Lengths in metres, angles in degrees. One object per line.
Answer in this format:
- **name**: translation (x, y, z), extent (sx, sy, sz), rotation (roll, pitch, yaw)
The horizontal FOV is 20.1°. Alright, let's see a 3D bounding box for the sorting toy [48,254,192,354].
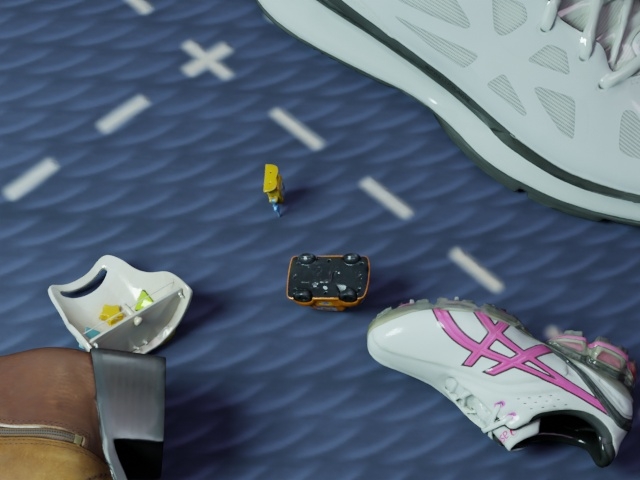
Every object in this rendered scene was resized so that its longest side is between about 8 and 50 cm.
- **sorting toy**: translation (-0.140, 0.043, 1.204), extent (0.083, 0.045, 0.075), rotation (-31, 58, -28)

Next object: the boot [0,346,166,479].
- **boot**: translation (-0.234, 0.169, 1.062), extent (0.280, 0.096, 0.264), rotation (2, 60, -6)

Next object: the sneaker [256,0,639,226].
- **sneaker**: translation (0.159, -0.187, 1.293), extent (0.447, 0.257, 0.169), rotation (28, 54, 9)

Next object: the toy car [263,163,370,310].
- **toy car**: translation (0.000, 0.000, 1.260), extent (0.060, 0.040, 0.122), rotation (-16, 59, 4)

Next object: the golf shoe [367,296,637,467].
- **golf shoe**: translation (0.119, 0.093, 1.200), extent (0.186, 0.067, 0.086), rotation (14, 54, -1)
